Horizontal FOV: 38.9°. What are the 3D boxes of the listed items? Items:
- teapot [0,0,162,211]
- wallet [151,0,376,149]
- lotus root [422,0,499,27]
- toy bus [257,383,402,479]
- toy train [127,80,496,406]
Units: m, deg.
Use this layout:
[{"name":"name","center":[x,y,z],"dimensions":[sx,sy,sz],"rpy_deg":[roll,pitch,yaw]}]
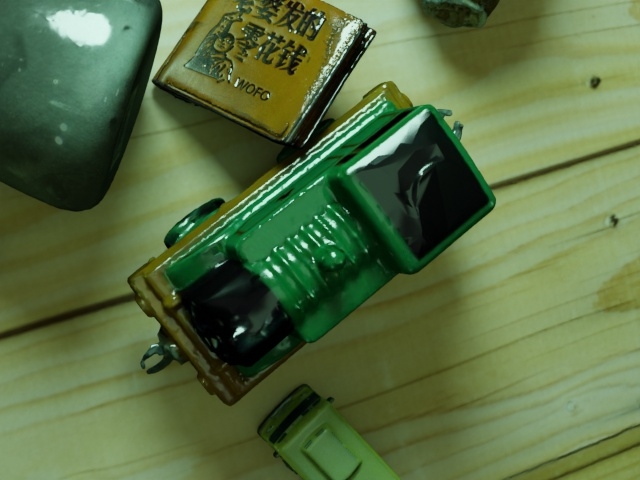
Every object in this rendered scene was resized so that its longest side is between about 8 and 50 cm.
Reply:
[{"name":"teapot","center":[-0.322,-0.148,0.863],"dimensions":[0.285,0.305,0.223],"rpy_deg":[19,50,-10]},{"name":"wallet","center":[-0.062,-0.194,0.938],"dimensions":[0.195,0.042,0.161],"rpy_deg":[29,79,24]},{"name":"lotus root","center":[0.176,-0.416,0.989],"dimensions":[0.175,0.175,0.349],"rpy_deg":[11,86,-17]},{"name":"toy bus","center":[0.021,0.249,1.004],"dimensions":[0.088,0.101,0.175],"rpy_deg":[-44,102,-11]},{"name":"toy train","center":[0.000,0.000,0.908],"dimensions":[0.429,0.249,0.178],"rpy_deg":[-39,103,-12]}]
